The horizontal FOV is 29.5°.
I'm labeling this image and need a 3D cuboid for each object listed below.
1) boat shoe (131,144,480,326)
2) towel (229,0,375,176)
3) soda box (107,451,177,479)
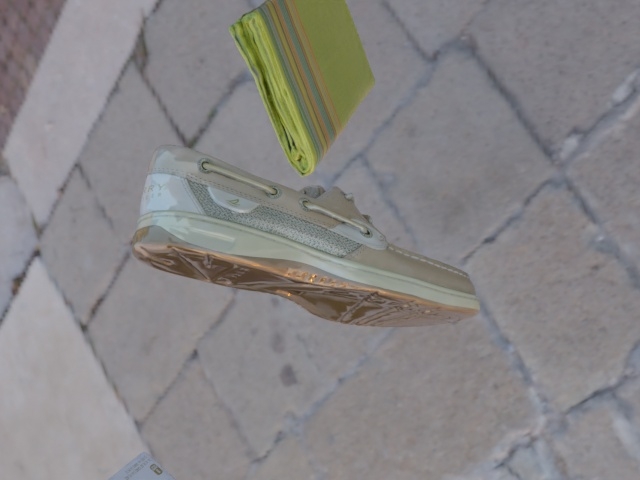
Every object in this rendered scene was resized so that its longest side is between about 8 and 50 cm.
[{"bbox_3d":[0.000,0.000,0.971,0.109,0.302,0.098,-29,50,59],"label":"boat shoe"},{"bbox_3d":[-0.005,-0.122,0.811,0.021,0.237,0.102,-16,105,17],"label":"towel"},{"bbox_3d":[-0.171,0.240,0.883,0.074,0.216,0.069,39,116,9],"label":"soda box"}]
